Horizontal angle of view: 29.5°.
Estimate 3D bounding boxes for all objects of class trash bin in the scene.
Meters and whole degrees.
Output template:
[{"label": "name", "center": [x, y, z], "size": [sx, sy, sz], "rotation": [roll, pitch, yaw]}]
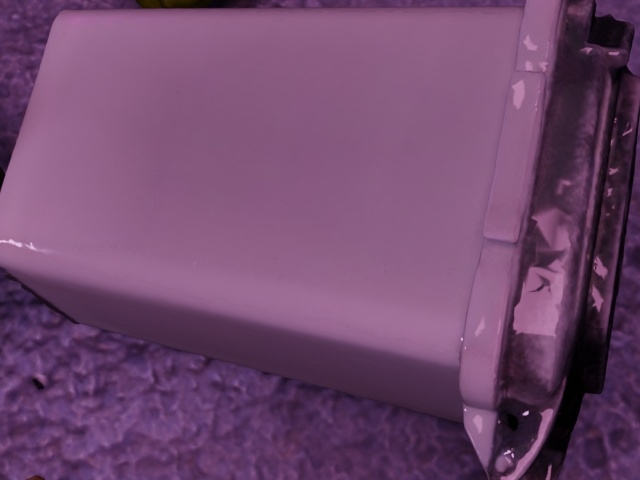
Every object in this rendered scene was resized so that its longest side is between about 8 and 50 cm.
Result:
[{"label": "trash bin", "center": [0.000, 0.000, 0.761], "size": [0.367, 0.256, 0.296], "rotation": [8, 74, 14]}]

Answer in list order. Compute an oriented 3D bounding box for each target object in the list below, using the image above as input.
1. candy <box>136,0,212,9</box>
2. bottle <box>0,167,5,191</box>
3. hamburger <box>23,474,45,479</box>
[{"label": "candy", "center": [-0.061, -0.252, 0.934], "size": [0.209, 0.097, 0.097], "rotation": [-33, 70, -13]}, {"label": "bottle", "center": [-0.290, -0.075, 0.831], "size": [0.143, 0.156, 0.271], "rotation": [-37, 41, 1]}, {"label": "hamburger", "center": [-0.182, 0.296, 0.688], "size": [0.289, 0.170, 0.314], "rotation": [-19, 67, -11]}]
